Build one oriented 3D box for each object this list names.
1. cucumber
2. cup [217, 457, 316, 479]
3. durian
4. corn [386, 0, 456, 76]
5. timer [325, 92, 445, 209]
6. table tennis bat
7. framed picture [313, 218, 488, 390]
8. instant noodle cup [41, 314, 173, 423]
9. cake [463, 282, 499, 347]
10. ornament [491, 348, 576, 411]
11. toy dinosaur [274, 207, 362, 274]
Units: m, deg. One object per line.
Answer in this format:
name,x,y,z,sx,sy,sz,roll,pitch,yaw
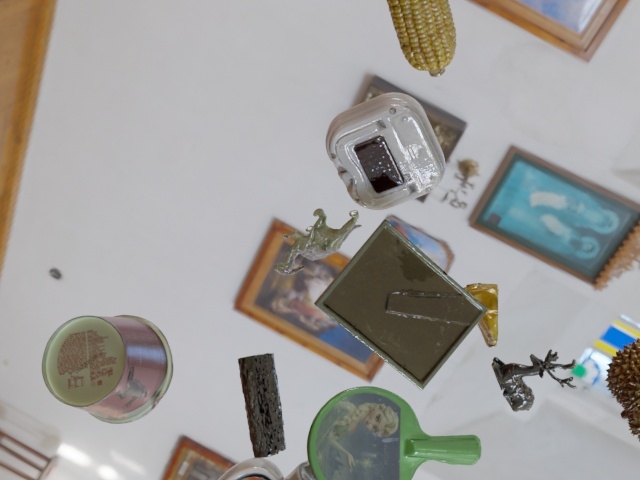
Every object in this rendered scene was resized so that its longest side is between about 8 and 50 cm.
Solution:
cucumber,-0.121,0.343,1.603,0.062,0.078,0.211,79,3,-83
cup,-0.055,0.469,1.178,0.257,0.290,0.219,-43,-175,3
durian,0.544,0.234,1.252,0.168,0.158,0.137,-42,160,4
corn,0.103,-0.281,0.859,0.068,0.207,0.068,-18,-155,9
timer,0.149,-0.193,1.756,0.237,0.262,0.087,-22,-150,15
table tennis bat,0.106,0.288,1.080,0.039,0.257,0.161,162,-66,-74
framed picture,0.186,0.148,1.736,0.247,0.335,0.022,-51,-164,0
instant noodle cup,-0.442,0.253,1.579,0.235,0.234,0.178,-61,163,-8
cake,0.431,0.194,2.100,0.080,0.116,0.185,71,29,-71
ornament,0.631,0.405,2.206,0.236,0.202,0.080,-17,-156,35
toy dinosaur,-0.005,-0.004,2.160,0.294,0.077,0.162,-20,141,-12
